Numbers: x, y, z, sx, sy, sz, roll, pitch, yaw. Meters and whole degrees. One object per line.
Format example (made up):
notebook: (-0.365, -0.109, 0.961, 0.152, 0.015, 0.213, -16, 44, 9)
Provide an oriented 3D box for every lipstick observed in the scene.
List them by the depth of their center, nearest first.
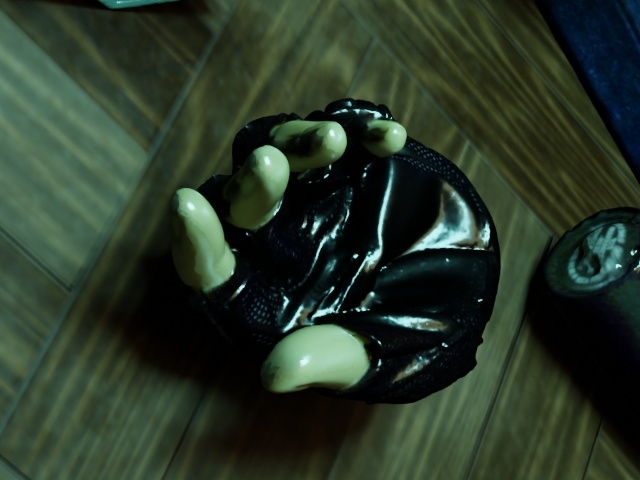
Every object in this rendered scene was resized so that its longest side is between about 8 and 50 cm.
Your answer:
lipstick: (0.232, 0.102, 1.024, 0.299, 0.081, 0.081, 49, 48, -27)

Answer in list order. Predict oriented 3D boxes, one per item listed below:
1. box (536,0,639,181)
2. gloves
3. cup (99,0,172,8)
box: (0.282, -0.141, 1.132, 0.279, 0.116, 0.261, 58, 44, -18)
gloves: (0.000, 0.000, 0.785, 0.203, 0.124, 0.164, 18, 53, -43)
cup: (-0.070, -0.240, 0.783, 0.148, 0.134, 0.235, -8, 78, -19)
